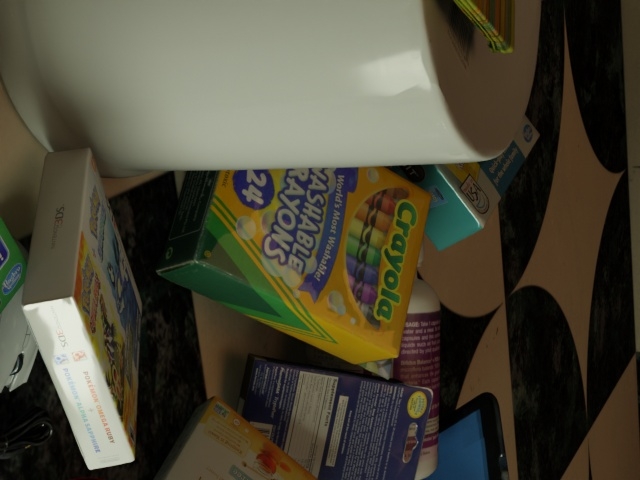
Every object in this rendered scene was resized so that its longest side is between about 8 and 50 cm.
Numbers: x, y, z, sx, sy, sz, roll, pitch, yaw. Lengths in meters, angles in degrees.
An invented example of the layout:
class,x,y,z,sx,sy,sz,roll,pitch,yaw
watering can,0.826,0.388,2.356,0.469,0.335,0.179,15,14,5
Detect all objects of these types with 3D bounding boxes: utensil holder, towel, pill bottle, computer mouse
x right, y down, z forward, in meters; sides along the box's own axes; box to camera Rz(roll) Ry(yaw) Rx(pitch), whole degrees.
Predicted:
class,x,y,z,sx,sy,sz,roll,pitch,yaw
utensil holder,-0.035,-0.219,1.080,0.327,0.385,0.327,-2,92,-64
towel,0.095,-0.223,0.892,0.237,0.021,0.102,29,60,-60
pill bottle,0.064,0.137,1.537,0.169,0.169,0.301,-3,95,-63
computer mouse,-0.258,0.090,1.032,0.106,0.042,0.193,-3,94,-62

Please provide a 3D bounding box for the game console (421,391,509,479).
class,x,y,z,sx,sy,sz,roll,pitch,yaw
game console,0.102,0.354,1.569,0.250,0.293,0.173,-20,74,-40

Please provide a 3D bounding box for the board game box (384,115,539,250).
class,x,y,z,sx,sy,sz,roll,pitch,yaw
board game box,0.118,-0.191,1.559,0.336,0.079,0.254,51,39,-11

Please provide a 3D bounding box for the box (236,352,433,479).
class,x,y,z,sx,sy,sz,roll,pitch,yaw
box,0.011,0.215,1.415,0.225,0.036,0.136,12,90,-20

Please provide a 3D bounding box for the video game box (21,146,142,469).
class,x,y,z,sx,sy,sz,roll,pitch,yaw
video game box,-0.194,0.053,1.044,0.205,0.048,0.187,-98,175,-51

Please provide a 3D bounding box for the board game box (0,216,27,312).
class,x,y,z,sx,sy,sz,roll,pitch,yaw
board game box,-0.330,0.064,0.816,0.317,0.046,0.213,-60,151,-33

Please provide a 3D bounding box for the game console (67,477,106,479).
class,x,y,z,sx,sy,sz,roll,pitch,yaw
game console,-0.171,0.432,1.053,0.342,0.060,0.386,37,55,-25

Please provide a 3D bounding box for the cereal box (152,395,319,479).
class,x,y,z,sx,sy,sz,roll,pitch,yaw
cereal box,-0.103,0.300,1.256,0.173,0.047,0.240,41,45,-13

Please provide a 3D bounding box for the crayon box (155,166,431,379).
class,x,y,z,sx,sy,sz,roll,pitch,yaw
crayon box,0.000,0.000,1.345,0.323,0.083,0.203,28,64,-31
